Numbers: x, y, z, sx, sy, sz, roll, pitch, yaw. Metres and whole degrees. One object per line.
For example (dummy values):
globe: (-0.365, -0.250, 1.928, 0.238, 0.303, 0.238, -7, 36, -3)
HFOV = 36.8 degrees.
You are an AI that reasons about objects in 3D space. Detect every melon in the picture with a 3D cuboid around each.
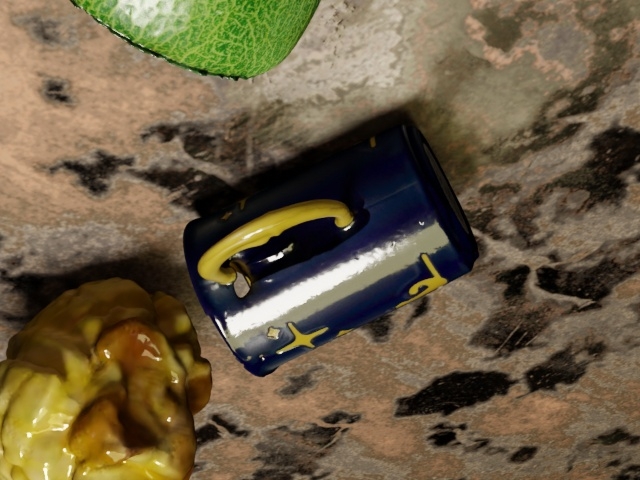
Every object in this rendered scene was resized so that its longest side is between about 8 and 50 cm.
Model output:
melon: (-0.077, -0.224, 0.691, 0.265, 0.129, 0.169, 18, 129, -34)

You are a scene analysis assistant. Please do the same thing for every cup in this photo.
cup: (0.011, 0.017, 0.936, 0.256, 0.255, 0.178, -26, 103, 13)

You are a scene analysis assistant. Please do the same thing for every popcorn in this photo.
popcorn: (-0.249, 0.166, 1.044, 0.225, 0.265, 0.332, 29, 168, -21)
